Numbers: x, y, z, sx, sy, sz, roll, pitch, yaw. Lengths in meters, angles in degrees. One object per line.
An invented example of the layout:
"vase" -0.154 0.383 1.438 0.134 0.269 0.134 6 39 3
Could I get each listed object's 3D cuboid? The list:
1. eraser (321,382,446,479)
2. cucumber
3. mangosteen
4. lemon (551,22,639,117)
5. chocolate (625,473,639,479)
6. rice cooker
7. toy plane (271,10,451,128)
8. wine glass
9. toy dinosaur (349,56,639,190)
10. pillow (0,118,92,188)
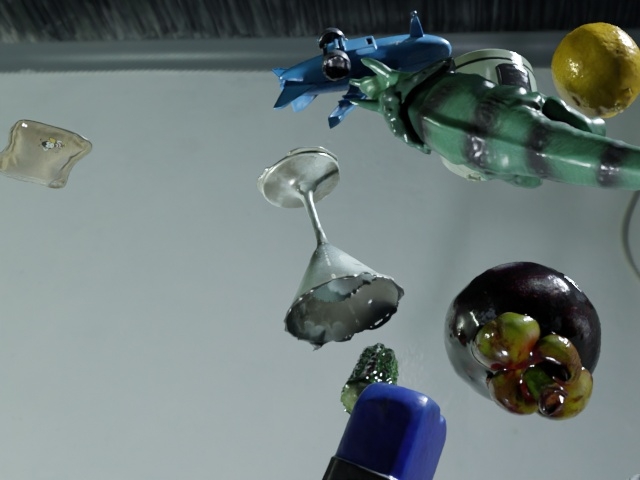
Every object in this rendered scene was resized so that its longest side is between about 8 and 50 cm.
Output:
"eraser" 0.046 0.336 0.874 0.101 0.155 0.332 12 66 27
"cucumber" 0.079 0.196 1.110 0.077 0.265 0.077 1 98 9
"mangosteen" 0.348 0.175 1.264 0.233 0.288 0.287 -29 58 -14
"lemon" 0.599 -0.366 1.641 0.188 0.188 0.257 -11 54 4
"chocolate" 0.326 0.239 0.687 0.167 0.072 0.072 -9 53 -27
"rice cooker" 0.340 -0.260 1.533 0.226 0.226 0.244 -6 58 7
"toy plane" 0.058 -0.263 1.131 0.271 0.105 0.254 -18 39 10
"wine glass" 0.000 0.000 0.978 0.156 0.156 0.232 -18 54 -1
"toy dinosaur" 0.138 -0.074 0.535 0.292 0.120 0.079 24 103 30
"pillow" -0.457 -0.137 1.237 0.130 0.217 0.033 17 62 -31
